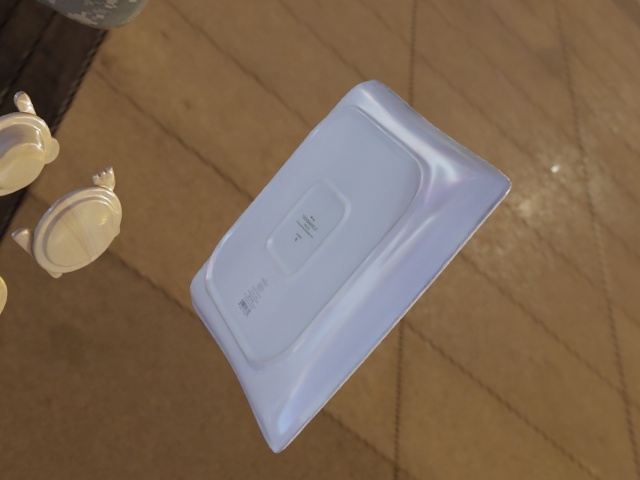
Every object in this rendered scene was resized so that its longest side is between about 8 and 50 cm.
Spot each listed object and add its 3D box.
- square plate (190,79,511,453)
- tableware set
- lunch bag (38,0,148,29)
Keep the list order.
[{"bbox_3d":[0.000,0.000,1.237,0.049,0.344,0.347,38,6,-30],"label":"square plate"},{"bbox_3d":[-0.194,0.000,0.693,0.020,0.169,0.141,41,-15,30],"label":"tableware set"},{"bbox_3d":[-0.202,-0.329,0.848,0.305,0.256,0.212,29,66,-16],"label":"lunch bag"}]
